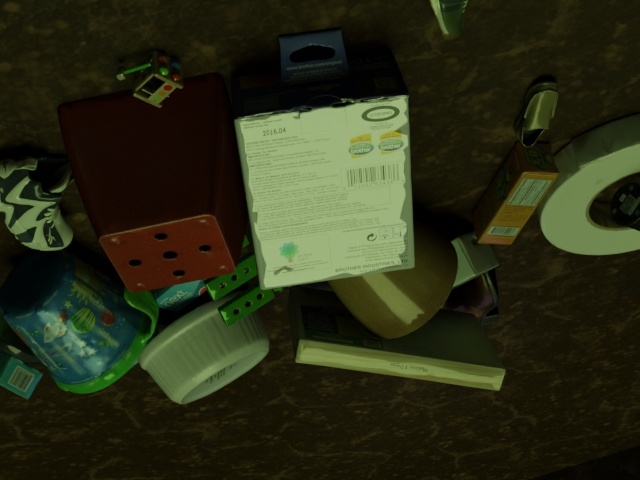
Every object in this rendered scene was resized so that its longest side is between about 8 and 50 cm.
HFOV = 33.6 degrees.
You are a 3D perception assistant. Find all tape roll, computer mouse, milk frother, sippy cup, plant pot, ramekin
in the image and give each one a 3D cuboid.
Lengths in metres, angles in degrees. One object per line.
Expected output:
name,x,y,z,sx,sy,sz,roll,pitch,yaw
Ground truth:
tape roll,0.603,-0.103,2.039,0.392,0.072,0.392,-7,147,-4
computer mouse,-0.574,0.229,2.241,0.184,0.060,0.262,-26,145,25
milk frother,0.633,-0.041,1.944,0.134,0.143,0.129,17,132,-33
sippy cup,-0.473,0.134,1.991,0.305,0.240,0.224,-39,134,0
plant pot,-0.251,-0.071,1.697,0.267,0.236,0.267,-11,147,2
ramekin,-0.227,0.227,2.172,0.273,0.127,0.273,-31,168,-8
plant pot,0.089,0.020,1.972,0.237,0.237,0.254,-29,130,27

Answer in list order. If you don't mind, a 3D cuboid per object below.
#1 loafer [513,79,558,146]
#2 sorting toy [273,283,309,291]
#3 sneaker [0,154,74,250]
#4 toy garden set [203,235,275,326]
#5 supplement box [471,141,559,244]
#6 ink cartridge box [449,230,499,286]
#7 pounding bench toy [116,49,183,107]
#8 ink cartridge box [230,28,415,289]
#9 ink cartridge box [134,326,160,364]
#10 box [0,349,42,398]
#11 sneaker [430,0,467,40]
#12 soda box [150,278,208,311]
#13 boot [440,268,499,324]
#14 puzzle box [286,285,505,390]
loafer,0.375,-0.216,1.818,0.056,0.050,0.148,-4,147,-9
sorting toy,-0.057,0.092,2.214,0.083,0.012,0.062,-29,144,26
sneaker,-0.454,-0.067,1.777,0.153,0.094,0.235,-14,139,22
toy garden set,-0.142,0.009,1.963,0.203,0.049,0.244,-33,125,-15
supplement box,0.364,-0.086,1.994,0.080,0.078,0.233,4,145,-16
ink cartridge box,0.236,0.065,2.132,0.208,0.087,0.153,-30,172,28
pounding bench toy,-0.255,-0.250,1.587,0.083,0.052,0.065,22,136,-40
ink cartridge box,0.007,-0.132,1.684,0.270,0.151,0.395,-8,128,-3
ink cartridge box,-0.392,0.192,2.179,0.061,0.104,0.181,-18,163,-50
box,-0.671,0.231,2.090,0.244,0.060,0.100,18,162,32
sneaker,0.198,-0.365,1.520,0.086,0.064,0.192,-13,145,14
soda box,-0.248,0.059,2.059,0.071,0.067,0.210,19,138,-38
boot,0.242,0.116,2.300,0.280,0.096,0.264,-6,156,7
puzzle box,0.140,0.191,2.116,0.408,0.272,0.052,9,109,-8
